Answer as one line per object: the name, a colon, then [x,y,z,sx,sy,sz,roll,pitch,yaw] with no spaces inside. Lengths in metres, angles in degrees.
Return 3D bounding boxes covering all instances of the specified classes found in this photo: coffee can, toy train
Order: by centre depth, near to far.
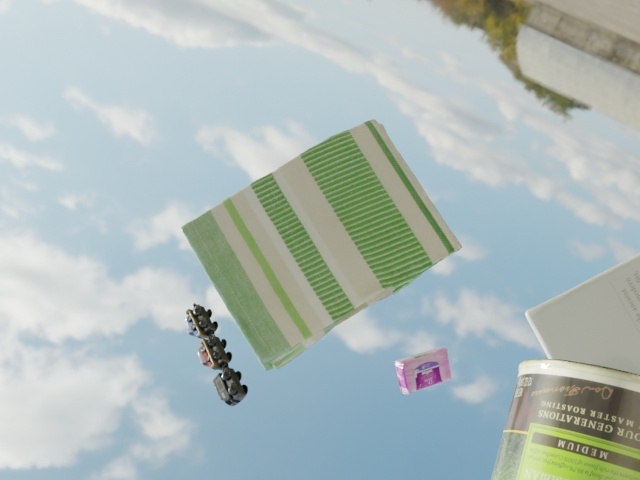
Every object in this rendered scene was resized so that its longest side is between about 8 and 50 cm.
coffee can: [0.227,0.259,0.669,0.201,0.275,0.201,17,166,5]
toy train: [-0.130,0.138,0.997,0.027,0.036,0.158,23,-155,-45]

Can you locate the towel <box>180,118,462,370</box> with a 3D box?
towel: [0.000,0.000,1.155,0.248,0.325,0.038,59,-178,11]

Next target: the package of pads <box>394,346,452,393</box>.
package of pads: [0.155,0.194,1.219,0.083,0.050,0.032,-14,-175,-23]

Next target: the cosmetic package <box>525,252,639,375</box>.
cosmetic package: [0.531,0.096,1.065,0.161,0.453,0.230,21,-138,-65]
